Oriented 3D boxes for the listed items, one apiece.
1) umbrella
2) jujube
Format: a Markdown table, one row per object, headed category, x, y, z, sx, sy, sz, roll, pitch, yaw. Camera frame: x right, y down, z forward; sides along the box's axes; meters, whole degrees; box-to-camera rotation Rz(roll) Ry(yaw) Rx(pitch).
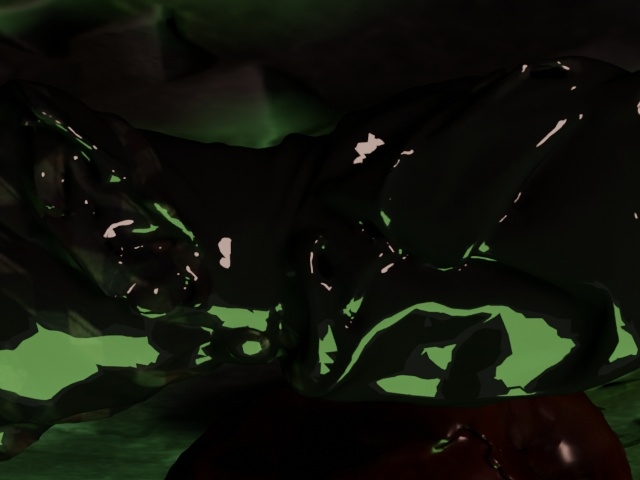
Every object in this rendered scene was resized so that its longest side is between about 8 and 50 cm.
| category | x | y | z | sx | sy | sz | roll | pitch | yaw |
| --- | --- | --- | --- | --- | --- | --- | --- | --- | --- |
| umbrella | -0.001 | 0.001 | 0.478 | 0.272 | 0.110 | 0.122 | -3 | 127 | 3 |
| jujube | 0.017 | 0.159 | 0.822 | 0.197 | 0.197 | 0.290 | 12 | 143 | -34 |
